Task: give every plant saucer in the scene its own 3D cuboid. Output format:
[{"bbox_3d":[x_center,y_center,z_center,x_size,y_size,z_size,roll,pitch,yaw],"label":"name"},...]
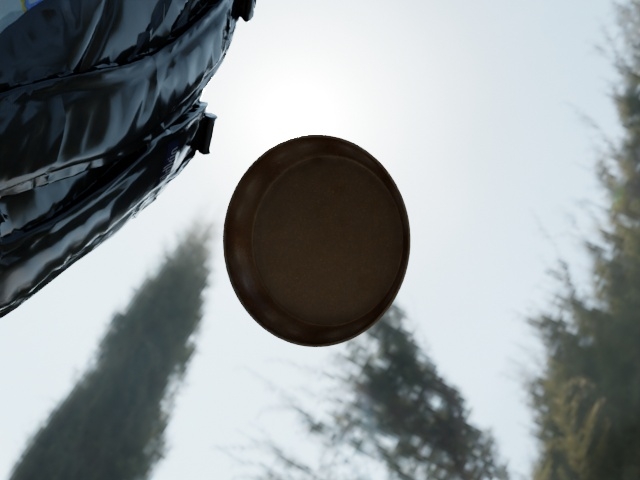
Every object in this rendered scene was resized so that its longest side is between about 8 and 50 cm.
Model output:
[{"bbox_3d":[0.000,0.000,1.044,0.169,0.168,0.029,15,8,28],"label":"plant saucer"}]

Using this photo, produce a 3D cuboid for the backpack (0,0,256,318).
[{"bbox_3d":[-0.208,-0.085,0.776,0.273,0.355,0.290,22,-55,-3],"label":"backpack"}]
